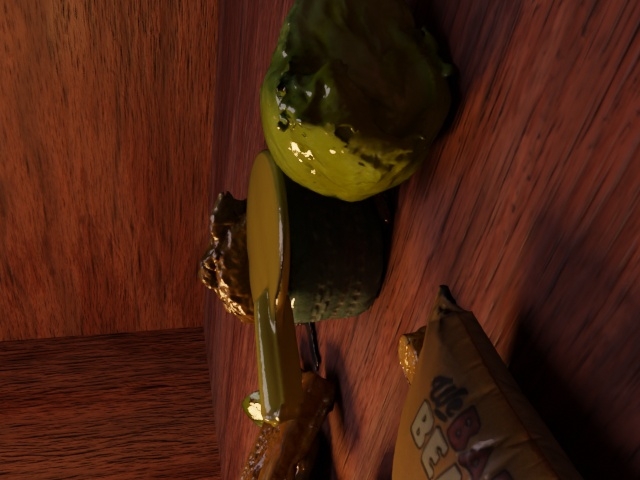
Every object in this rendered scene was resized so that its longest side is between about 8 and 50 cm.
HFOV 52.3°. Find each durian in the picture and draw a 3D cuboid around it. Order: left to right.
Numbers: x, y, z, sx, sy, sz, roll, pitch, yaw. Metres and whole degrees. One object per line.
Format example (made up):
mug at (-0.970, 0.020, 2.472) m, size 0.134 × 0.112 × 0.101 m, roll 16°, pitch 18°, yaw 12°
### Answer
durian at (0.033, -0.167, 0.762) m, size 0.340 × 0.204 × 0.256 m, roll 111°, pitch 167°, yaw -75°

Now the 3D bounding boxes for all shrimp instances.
shrimp at (0.084, -0.081, 0.871) m, size 0.083 × 0.023 × 0.114 m, roll 112°, pitch 155°, yaw -51°

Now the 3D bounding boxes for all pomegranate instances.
pomegranate at (-0.076, 0.321, 1.349) m, size 0.143 × 0.122 × 0.169 m, roll -51°, pitch -2°, yaw 26°

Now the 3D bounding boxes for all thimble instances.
thimble at (0.000, 0.000, 0.960) m, size 0.198 × 0.143 × 0.235 m, roll -174°, pitch 81°, yaw -72°

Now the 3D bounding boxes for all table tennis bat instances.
table tennis bat at (-0.064, 0.055, 0.863) m, size 0.224 × 0.054 × 0.369 m, roll 126°, pitch 141°, yaw -65°

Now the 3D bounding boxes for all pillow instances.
pillow at (0.137, 0.250, 0.540) m, size 0.310 × 0.119 × 0.312 m, roll -110°, pitch 22°, yaw -58°

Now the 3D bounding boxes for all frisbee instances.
frisbee at (-0.023, 0.173, 1.318) m, size 0.211 × 0.012 × 0.188 m, roll 117°, pitch 146°, yaw -60°

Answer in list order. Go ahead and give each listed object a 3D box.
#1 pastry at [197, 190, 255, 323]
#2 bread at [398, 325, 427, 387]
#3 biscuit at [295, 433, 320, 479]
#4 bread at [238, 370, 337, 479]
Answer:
pastry at (-0.090, 0.032, 1.131) m, size 0.132 × 0.235 × 0.240 m, roll -123°, pitch 43°, yaw -70°
bread at (0.118, 0.137, 0.734) m, size 0.083 × 0.046 × 0.081 m, roll -162°, pitch 65°, yaw -72°
biscuit at (-0.100, 0.567, 1.256) m, size 0.368 × 0.076 × 0.394 m, roll 110°, pitch 179°, yaw -56°
bread at (-0.059, 0.361, 1.144) m, size 0.139 × 0.077 × 0.271 m, roll -17°, pitch 44°, yaw 61°
